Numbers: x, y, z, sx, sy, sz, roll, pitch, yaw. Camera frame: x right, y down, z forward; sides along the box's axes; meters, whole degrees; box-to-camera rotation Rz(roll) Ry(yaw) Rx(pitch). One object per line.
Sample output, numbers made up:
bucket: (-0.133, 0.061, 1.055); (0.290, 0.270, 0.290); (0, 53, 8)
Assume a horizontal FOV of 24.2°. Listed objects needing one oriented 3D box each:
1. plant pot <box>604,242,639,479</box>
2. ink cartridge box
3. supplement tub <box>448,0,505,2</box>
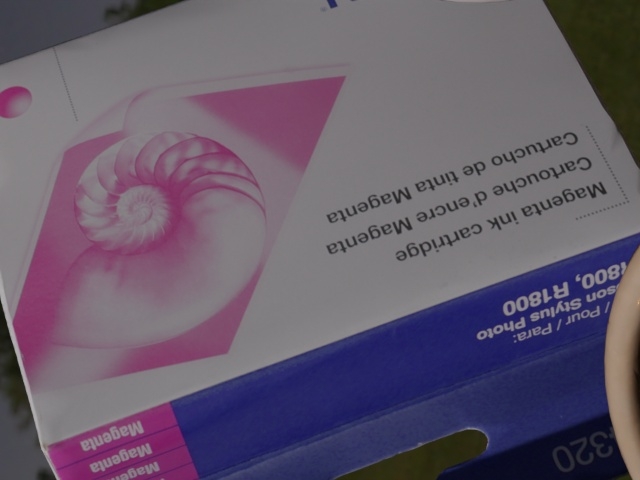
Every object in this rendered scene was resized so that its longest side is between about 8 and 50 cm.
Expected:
plant pot: (0.273, 0.022, 0.548); (0.229, 0.263, 0.263); (-41, -25, -40)
ink cartridge box: (0.000, 0.000, 0.764); (0.071, 0.324, 0.330); (78, 170, -57)
supplement tub: (0.033, -0.265, 0.592); (0.193, 0.193, 0.316); (103, 146, -53)
